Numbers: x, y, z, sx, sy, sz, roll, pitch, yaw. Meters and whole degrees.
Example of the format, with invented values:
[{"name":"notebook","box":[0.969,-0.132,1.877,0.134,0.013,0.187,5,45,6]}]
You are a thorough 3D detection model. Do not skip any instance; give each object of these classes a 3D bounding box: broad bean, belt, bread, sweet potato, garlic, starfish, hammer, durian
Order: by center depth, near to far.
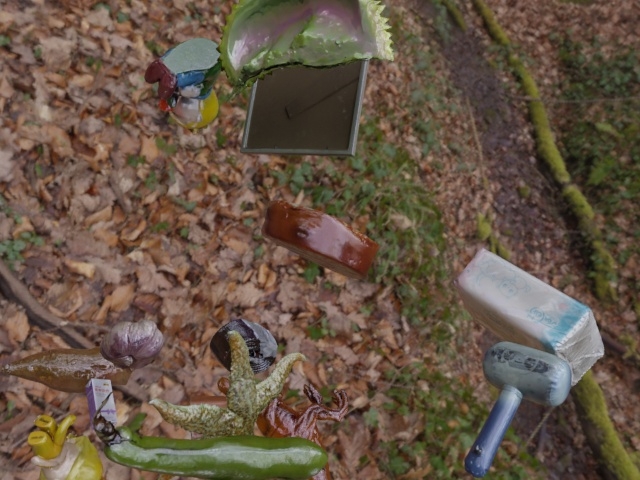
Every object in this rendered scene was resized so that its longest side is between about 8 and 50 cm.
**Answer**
[{"name":"broad bean","box":[-0.117,0.249,0.665,0.318,0.098,0.055,25,37,-33]},{"name":"hammer","box":[0.244,0.224,0.742,0.194,0.116,0.069,-51,130,-25]},{"name":"durian","box":[-0.038,-0.354,0.956,0.158,0.352,0.168,49,51,-46]},{"name":"starfish","box":[-0.171,0.312,0.982,0.078,0.347,0.358,42,12,28]},{"name":"garlic","box":[-0.469,0.265,1.404,0.147,0.159,0.101,62,15,-49]},{"name":"bread","box":[0.001,0.000,1.512,0.295,0.114,0.328,19,-8,39]},{"name":"sweet potato","box":[-0.680,0.357,1.546,0.337,0.131,0.131,-1,56,-28]},{"name":"belt","box":[-0.291,0.401,2.151,0.164,0.184,0.289,38,2,34]}]

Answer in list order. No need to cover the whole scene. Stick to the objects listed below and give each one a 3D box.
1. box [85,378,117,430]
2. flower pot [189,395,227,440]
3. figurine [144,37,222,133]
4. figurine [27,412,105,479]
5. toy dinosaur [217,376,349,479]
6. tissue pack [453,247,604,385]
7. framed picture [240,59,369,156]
[{"name":"box","box":[-0.501,0.374,1.289,0.051,0.036,0.117,18,34,-45]},{"name":"flower pot","box":[-0.285,0.530,1.633,0.174,0.190,0.190,-7,57,-11]},{"name":"figurine","box":[-0.290,-0.303,1.194,0.127,0.234,0.185,42,52,-2]},{"name":"figurine","box":[-0.522,0.450,1.153,0.131,0.246,0.156,-1,44,2]},{"name":"toy dinosaur","box":[-0.023,0.406,1.199,0.432,0.097,0.208,42,52,15]},{"name":"tissue pack","box":[0.428,0.157,1.172,0.271,0.124,0.201,39,-12,46]},{"name":"framed picture","box":[-0.041,-0.285,1.202,0.020,0.290,0.211,14,84,-57]}]
